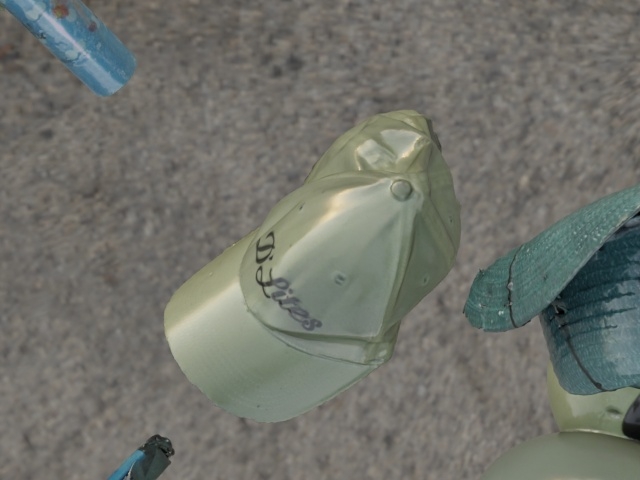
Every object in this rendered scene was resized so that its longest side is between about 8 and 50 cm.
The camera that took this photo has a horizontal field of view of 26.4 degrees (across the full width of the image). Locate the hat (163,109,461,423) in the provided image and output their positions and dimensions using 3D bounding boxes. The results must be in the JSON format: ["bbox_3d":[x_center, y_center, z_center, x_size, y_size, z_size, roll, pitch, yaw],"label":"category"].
[{"bbox_3d":[-0.003,0.005,0.655,0.166,0.081,0.122,-30,61,2],"label":"hat"}]

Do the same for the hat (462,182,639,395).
[{"bbox_3d":[0.132,0.027,0.527,0.138,0.191,0.078,-2,77,-9],"label":"hat"}]

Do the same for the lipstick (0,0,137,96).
[{"bbox_3d":[-0.213,-0.180,1.081,0.048,0.048,0.158,-30,131,17],"label":"lipstick"}]

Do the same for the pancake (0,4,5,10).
[{"bbox_3d":[-0.400,-0.207,1.225,0.037,0.253,0.254,-4,98,54],"label":"pancake"}]

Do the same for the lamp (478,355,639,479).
[{"bbox_3d":[0.201,0.188,0.989,0.197,0.198,0.244,13,75,14],"label":"lamp"}]

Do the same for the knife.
[{"bbox_3d":[-0.210,0.255,1.137,0.026,0.296,0.044,22,132,23],"label":"knife"}]
